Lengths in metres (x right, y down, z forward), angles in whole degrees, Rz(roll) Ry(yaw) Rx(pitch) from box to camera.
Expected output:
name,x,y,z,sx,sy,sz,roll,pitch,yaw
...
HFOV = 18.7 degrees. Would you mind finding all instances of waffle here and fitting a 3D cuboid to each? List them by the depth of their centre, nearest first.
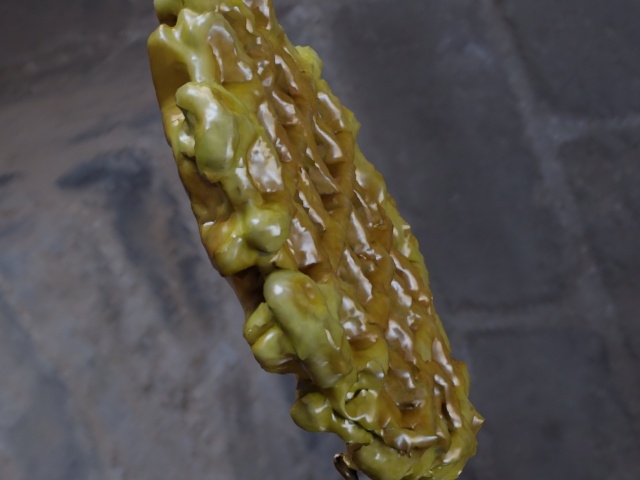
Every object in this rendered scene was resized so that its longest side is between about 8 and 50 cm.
name,x,y,z,sx,sy,sz,roll,pitch,yaw
waffle,0.000,0.000,1.081,0.068,0.325,0.302,-25,67,16
